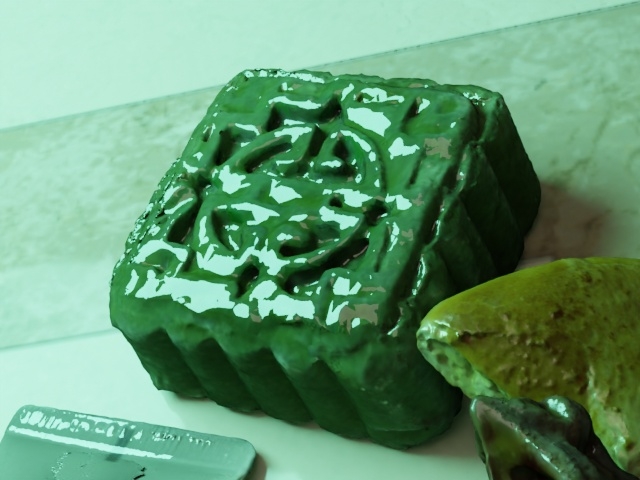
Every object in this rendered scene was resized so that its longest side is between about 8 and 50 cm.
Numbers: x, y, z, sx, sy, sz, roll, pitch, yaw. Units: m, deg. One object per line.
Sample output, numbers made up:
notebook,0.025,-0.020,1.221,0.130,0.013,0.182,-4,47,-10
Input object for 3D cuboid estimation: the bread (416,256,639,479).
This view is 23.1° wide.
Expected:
bread,0.139,0.052,0.730,0.154,0.054,0.136,44,51,4

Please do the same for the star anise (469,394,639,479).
star anise,0.140,0.149,0.636,0.220,0.099,0.214,42,95,19

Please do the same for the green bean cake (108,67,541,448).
green bean cake,0.000,0.000,0.811,0.185,0.094,0.183,9,59,29

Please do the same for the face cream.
face cream,-0.148,0.202,0.716,0.143,0.089,0.314,6,49,23
